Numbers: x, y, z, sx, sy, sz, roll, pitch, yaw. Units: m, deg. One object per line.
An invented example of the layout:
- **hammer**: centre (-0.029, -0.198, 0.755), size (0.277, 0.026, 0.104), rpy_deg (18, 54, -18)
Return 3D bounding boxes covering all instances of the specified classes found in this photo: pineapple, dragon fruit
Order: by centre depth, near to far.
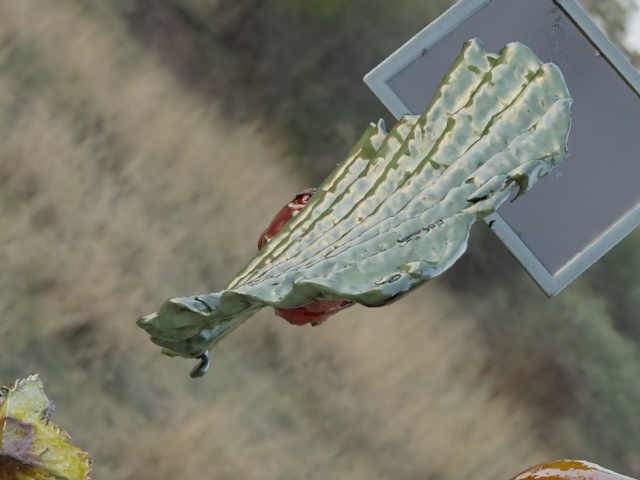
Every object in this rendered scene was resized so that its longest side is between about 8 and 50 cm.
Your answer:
- **pineapple**: centre (-0.220, 0.143, 1.411), size (0.077, 0.114, 0.114), rpy_deg (53, 28, -51)
- **dragon fruit**: centre (0.000, 0.000, 2.044), size (0.246, 0.125, 0.125), rpy_deg (99, -16, -61)

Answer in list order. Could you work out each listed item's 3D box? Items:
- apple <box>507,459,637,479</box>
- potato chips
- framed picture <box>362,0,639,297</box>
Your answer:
- **apple**: centre (0.186, 0.253, 1.412), size (0.195, 0.173, 0.160), rpy_deg (35, -13, 2)
- **potato chips**: centre (0.018, -0.018, 1.598), size (0.097, 0.373, 0.389), rpy_deg (55, 47, -10)
- **framed picture**: centre (0.221, -0.121, 1.992), size (0.296, 0.232, 0.019), rpy_deg (50, -12, 7)
